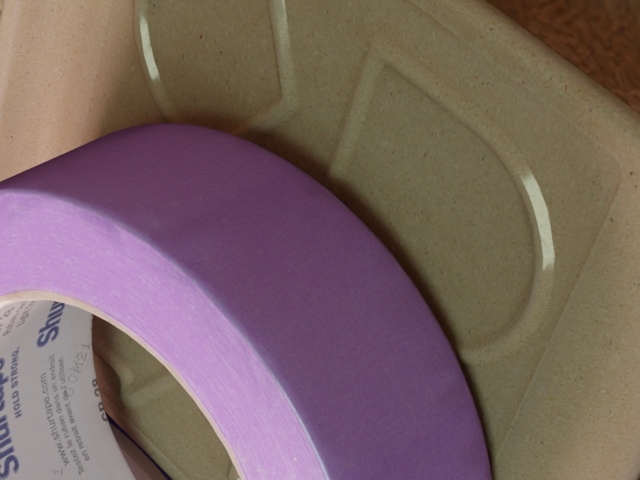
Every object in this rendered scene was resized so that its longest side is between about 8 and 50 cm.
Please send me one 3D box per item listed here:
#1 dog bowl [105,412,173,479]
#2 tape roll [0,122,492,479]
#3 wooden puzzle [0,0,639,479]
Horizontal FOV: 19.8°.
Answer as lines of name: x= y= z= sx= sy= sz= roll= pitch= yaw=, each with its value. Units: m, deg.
dog bowl: x=-0.166 y=0.165 z=1.021 sx=0.265 sy=0.104 sz=0.265 roll=10 pitch=122 yaw=17
tape roll: x=-0.063 y=0.093 z=0.778 sx=0.275 sy=0.090 sz=0.274 roll=20 pitch=122 yaw=34
wooden puzzle: x=0.000 y=0.000 z=0.795 sx=0.348 sy=0.080 sz=0.322 roll=37 pitch=132 yaw=22
